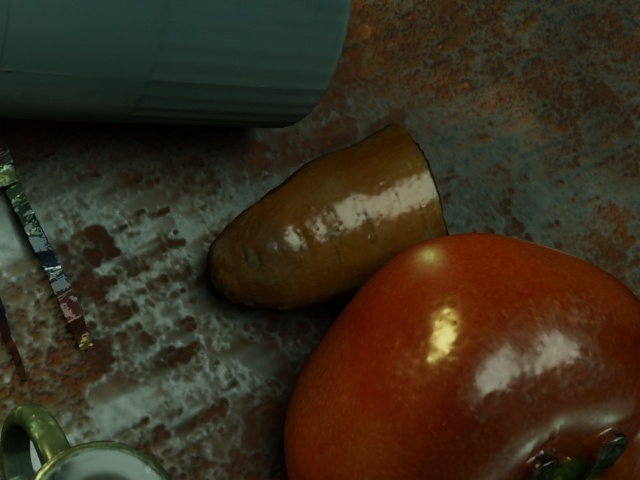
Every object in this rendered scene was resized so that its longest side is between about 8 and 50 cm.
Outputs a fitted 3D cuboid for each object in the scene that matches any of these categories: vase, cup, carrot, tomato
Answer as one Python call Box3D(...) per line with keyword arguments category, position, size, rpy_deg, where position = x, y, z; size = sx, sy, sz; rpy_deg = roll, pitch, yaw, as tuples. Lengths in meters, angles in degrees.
Box3D(category="vase", position=(-0.185, 0.227, 0.803), size=(0.156, 0.301, 0.251), rpy_deg=(-9, 67, -27))
Box3D(category="cup", position=(-0.171, -0.240, 1.018), size=(0.311, 0.331, 0.257), rpy_deg=(1, 112, -27))
Box3D(category="carrot", position=(0.000, 0.000, 1.060), size=(0.225, 0.159, 0.159), rpy_deg=(-23, 82, -16))
Box3D(category="tomato", position=(0.141, 0.159, 0.974), size=(0.341, 0.273, 0.342), rpy_deg=(-10, 121, -18))

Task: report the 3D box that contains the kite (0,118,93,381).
Box3D(category="kite", position=(-0.328, -0.042, 0.982), size=(0.204, 0.022, 0.361), rpy_deg=(-28, 84, -29))
